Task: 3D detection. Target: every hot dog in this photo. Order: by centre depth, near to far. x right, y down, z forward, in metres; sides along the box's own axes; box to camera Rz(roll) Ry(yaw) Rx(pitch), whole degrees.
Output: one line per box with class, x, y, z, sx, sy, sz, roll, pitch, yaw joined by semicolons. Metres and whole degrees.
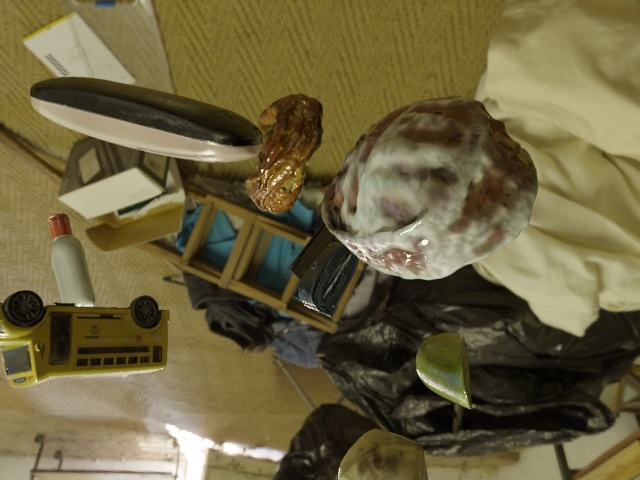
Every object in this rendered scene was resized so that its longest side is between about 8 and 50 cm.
hot dog;-0.078;-0.154;0.953;0.114;0.175;0.259;9;153;-13

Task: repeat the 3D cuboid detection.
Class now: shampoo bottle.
shampoo bottle;-0.549;0.049;1.109;0.108;0.221;0.051;-30;165;39

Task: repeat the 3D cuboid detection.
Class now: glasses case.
glasses case;-0.226;-0.159;0.663;0.313;0.122;0.075;15;109;11

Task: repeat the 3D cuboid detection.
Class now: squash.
squash;0.386;0.347;1.368;0.189;0.190;0.260;14;170;-16

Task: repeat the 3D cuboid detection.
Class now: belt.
belt;0.016;0.101;1.501;0.122;0.218;0.128;35;170;-28

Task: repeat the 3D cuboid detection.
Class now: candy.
candy;0.112;-0.067;0.618;0.157;0.214;0.289;36;169;-25

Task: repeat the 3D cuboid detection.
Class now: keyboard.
keyboard;0.000;0.000;1.160;0.198;0.063;0.010;-52;130;-1

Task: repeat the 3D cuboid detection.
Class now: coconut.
coconut;0.160;0.557;1.209;0.223;0.225;0.224;1;142;0

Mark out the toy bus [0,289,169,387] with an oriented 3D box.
toy bus;-0.443;0.178;0.912;0.145;0.151;0.331;-17;162;36
